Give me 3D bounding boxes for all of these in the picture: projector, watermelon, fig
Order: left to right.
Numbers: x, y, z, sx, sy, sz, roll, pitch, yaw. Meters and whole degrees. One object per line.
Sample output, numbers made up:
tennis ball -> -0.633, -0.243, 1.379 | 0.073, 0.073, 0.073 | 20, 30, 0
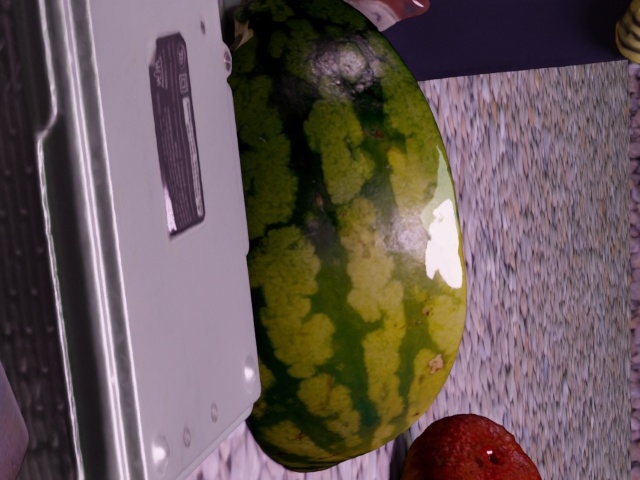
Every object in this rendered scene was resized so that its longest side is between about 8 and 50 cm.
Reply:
projector -> -0.097, -0.025, 0.774 | 0.192, 0.099, 0.256 | -40, 124, -73
watermelon -> -0.015, 0.005, 1.128 | 0.128, 0.159, 0.303 | -12, 98, -36
fig -> 0.121, 0.214, 1.496 | 0.119, 0.119, 0.153 | -71, 152, -56

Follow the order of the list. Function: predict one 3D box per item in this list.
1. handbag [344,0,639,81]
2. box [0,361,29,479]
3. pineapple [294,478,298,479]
handbag -> 0.121, -0.241, 1.219 | 0.303, 0.329, 0.122 | 71, 25, -43
box -> -0.158, 0.017, 0.589 | 0.120, 0.069, 0.224 | -78, 158, -49
pineapple -> 0.000, 0.219, 1.087 | 0.251, 0.125, 0.125 | -69, 153, -80
